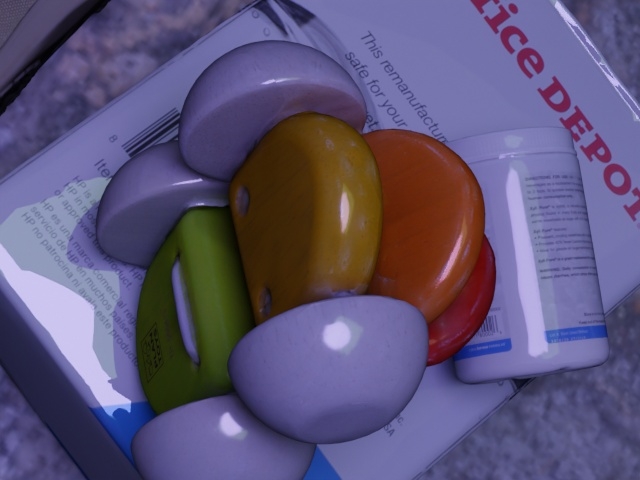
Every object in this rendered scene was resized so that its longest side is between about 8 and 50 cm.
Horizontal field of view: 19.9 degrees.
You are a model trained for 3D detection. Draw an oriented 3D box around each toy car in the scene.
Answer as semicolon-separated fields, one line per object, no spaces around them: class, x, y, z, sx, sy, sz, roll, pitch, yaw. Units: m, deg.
toy car;-0.003;0.019;0.739;0.136;0.182;0.159;5;59;-33

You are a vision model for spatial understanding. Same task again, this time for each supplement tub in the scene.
supplement tub;0.088;0.008;0.817;0.071;0.071;0.107;-5;83;-19

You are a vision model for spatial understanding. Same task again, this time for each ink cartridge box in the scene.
ink cartridge box;0.000;0.000;0.897;0.307;0.129;0.223;-38;93;-20

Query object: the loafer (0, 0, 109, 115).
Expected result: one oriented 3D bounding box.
loafer;-0.173;-0.110;0.883;0.092;0.102;0.268;43;61;-5
